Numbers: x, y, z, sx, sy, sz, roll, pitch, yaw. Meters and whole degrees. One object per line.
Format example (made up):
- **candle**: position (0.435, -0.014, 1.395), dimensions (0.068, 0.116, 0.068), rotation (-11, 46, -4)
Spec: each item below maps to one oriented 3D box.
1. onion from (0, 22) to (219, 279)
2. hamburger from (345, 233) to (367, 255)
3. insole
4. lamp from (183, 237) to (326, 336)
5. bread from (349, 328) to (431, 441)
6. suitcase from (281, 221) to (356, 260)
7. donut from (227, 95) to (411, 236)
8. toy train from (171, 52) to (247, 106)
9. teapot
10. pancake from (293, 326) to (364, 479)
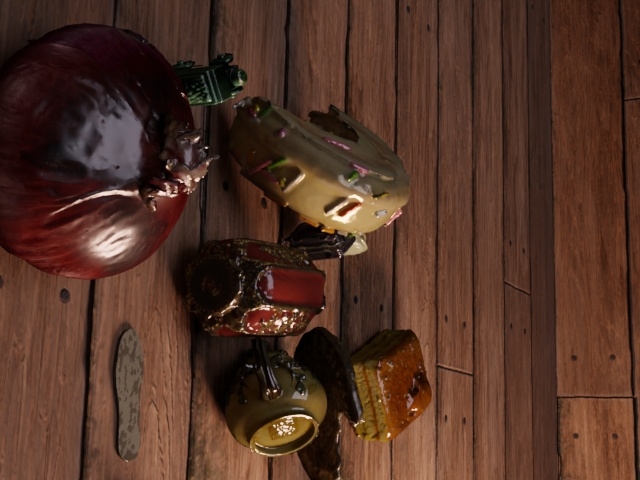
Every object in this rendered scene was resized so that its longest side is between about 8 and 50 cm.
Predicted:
- **onion**: position (-0.269, -0.107, 1.347), dimensions (0.347, 0.285, 0.348), rotation (-22, 116, -58)
- **hamburger**: position (0.051, -0.007, 2.108), dimensions (0.121, 0.084, 0.054), rotation (50, 43, -49)
- **insole**: position (-0.283, 0.228, 1.544), dimensions (0.065, 0.006, 0.194), rotation (10, 77, -61)
- **lamp**: position (-0.106, 0.082, 1.729), dimensions (0.274, 0.177, 0.177), rotation (7, 79, -61)
- **bread**: position (0.146, 0.303, 2.204), dimensions (0.234, 0.110, 0.184), rotation (-28, 109, -58)
- **suitcase**: position (0.000, 0.000, 1.970), dimensions (0.086, 0.126, 0.059), rotation (-49, 127, -52)
- **donut**: position (0.012, -0.131, 1.884), dimensions (0.150, 0.307, 0.371), rotation (-57, 159, 18)
- **toy train**: position (-0.194, -0.242, 1.617), dimensions (0.099, 0.172, 0.070), rotation (-36, 118, -44)
- **teapot**: position (-0.084, 0.249, 1.758), dimensions (0.269, 0.173, 0.183), rotation (77, -5, -49)
- **pancake**: position (0.007, 0.294, 1.822), dimensions (0.033, 0.286, 0.288), rotation (-5, 90, -26)
